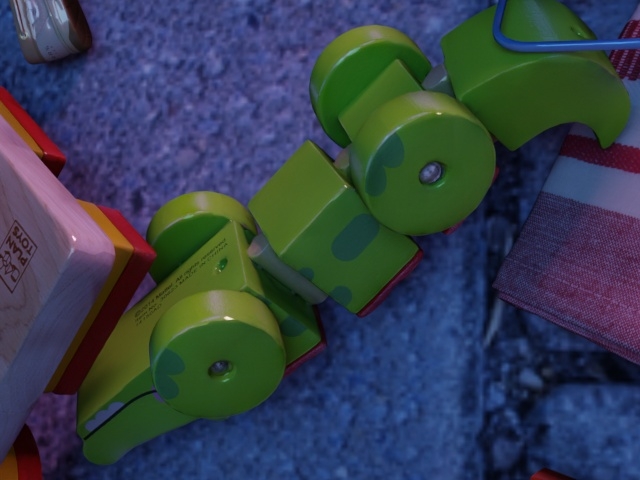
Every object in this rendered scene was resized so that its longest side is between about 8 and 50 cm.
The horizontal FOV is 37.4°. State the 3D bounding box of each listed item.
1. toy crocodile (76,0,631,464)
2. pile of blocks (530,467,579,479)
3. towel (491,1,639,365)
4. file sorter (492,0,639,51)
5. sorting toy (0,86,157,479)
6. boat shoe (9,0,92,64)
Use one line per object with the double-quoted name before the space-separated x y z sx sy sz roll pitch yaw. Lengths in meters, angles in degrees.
"toy crocodile" 0.000 0.000 0.489 0.340 0.105 0.115 -42 33 12
"pile of blocks" 0.004 0.197 0.438 0.362 0.149 0.113 -29 76 9
"towel" 0.227 -0.086 0.413 0.237 0.037 0.329 27 89 58
"file sorter" 0.122 -0.175 0.384 0.118 0.170 0.105 2 46 20
"sorting toy" -0.212 0.046 0.510 0.257 0.089 0.256 41 106 36
"boat shoe" -0.188 -0.173 0.588 0.045 0.050 0.135 -24 77 4
